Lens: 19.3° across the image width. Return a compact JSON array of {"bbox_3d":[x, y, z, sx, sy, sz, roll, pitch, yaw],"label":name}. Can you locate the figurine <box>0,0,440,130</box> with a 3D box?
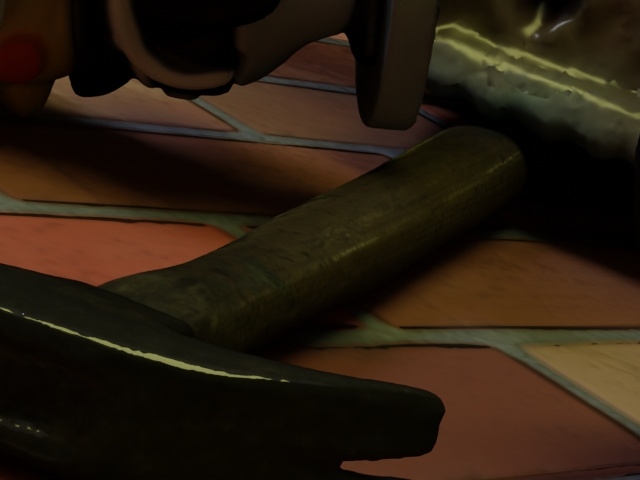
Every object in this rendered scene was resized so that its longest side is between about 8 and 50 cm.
[{"bbox_3d":[-0.079,-0.113,0.732,0.236,0.133,0.176,2,15,-7],"label":"figurine"}]

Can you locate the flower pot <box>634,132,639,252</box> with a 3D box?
[{"bbox_3d":[0.299,0.019,0.516,0.379,0.379,0.251,10,39,-31],"label":"flower pot"}]

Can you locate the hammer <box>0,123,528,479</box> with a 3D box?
[{"bbox_3d":[0.000,0.000,0.639,0.168,0.044,0.440,22,16,13],"label":"hammer"}]

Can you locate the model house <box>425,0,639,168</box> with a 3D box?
[{"bbox_3d":[0.165,-0.230,0.925,0.400,0.445,0.395,-17,2,17],"label":"model house"}]
